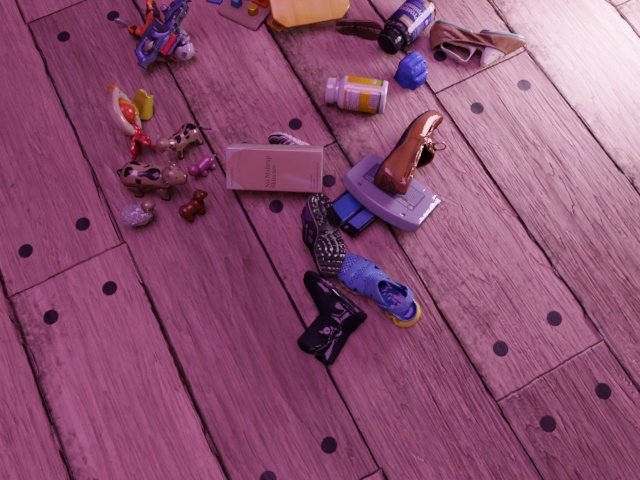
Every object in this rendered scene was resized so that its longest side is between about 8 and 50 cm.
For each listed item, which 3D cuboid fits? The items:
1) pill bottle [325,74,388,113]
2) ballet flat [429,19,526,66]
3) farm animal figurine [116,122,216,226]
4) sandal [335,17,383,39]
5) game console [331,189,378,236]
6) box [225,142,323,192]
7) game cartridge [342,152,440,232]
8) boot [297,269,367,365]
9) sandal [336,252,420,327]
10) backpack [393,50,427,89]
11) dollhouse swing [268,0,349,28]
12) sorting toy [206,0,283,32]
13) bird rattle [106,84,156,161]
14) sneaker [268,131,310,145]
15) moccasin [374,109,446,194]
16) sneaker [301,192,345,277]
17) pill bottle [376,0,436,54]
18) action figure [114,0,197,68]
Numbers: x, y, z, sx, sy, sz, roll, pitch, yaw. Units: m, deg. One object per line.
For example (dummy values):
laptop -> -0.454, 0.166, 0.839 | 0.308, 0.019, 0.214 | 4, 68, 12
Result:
pill bottle -> 0.125, -0.512, 1.949 | 0.209, 0.117, 0.117 | 8, 72, 4
ballet flat -> 0.558, -0.701, 2.019 | 0.343, 0.116, 0.124 | 14, 93, 6
farm animal figurine -> -0.509, -0.226, 1.833 | 0.327, 0.172, 0.330 | -10, 72, -2
sandal -> 0.147, -0.797, 2.077 | 0.180, 0.072, 0.049 | 11, 51, 9
game console -> 0.115, -0.101, 1.825 | 0.144, 0.085, 0.124 | -39, 39, -11
box -> -0.147, -0.240, 1.833 | 0.311, 0.121, 0.147 | 1, 107, 2
game cartridge -> 0.227, -0.155, 1.827 | 0.294, 0.060, 0.196 | 37, 49, 12
boot -> -0.007, 0.237, 1.713 | 0.246, 0.094, 0.207 | 40, 73, 6
sandal -> 0.177, 0.138, 1.724 | 0.317, 0.138, 0.126 | 32, 77, 13
backpack -> 0.329, -0.602, 1.974 | 0.098, 0.120, 0.101 | -42, 76, -13
dollhouse swing -> -0.083, -0.985, 2.112 | 0.347, 0.315, 0.304 | -14, 116, -11
sorting toy -> -0.269, -0.912, 2.124 | 0.348, 0.047, 0.196 | 28, 74, 9
bird rattle -> -0.656, -0.407, 1.891 | 0.143, 0.207, 0.253 | -14, 62, 15
sneaker -> -0.107, -0.312, 1.913 | 0.171, 0.063, 0.074 | 23, 67, 3
moccasin -> 0.320, -0.293, 1.837 | 0.147, 0.139, 0.380 | 31, 52, 7
sneaker -> 0.000, 0.000, 1.781 | 0.107, 0.124, 0.283 | 6, 61, -25
pill bottle -> 0.310, -0.784, 2.033 | 0.123, 0.123, 0.219 | 39, 78, 12
action figure -> -0.558, -0.793, 2.027 | 0.341, 0.178, 0.330 | -43, 80, 13
